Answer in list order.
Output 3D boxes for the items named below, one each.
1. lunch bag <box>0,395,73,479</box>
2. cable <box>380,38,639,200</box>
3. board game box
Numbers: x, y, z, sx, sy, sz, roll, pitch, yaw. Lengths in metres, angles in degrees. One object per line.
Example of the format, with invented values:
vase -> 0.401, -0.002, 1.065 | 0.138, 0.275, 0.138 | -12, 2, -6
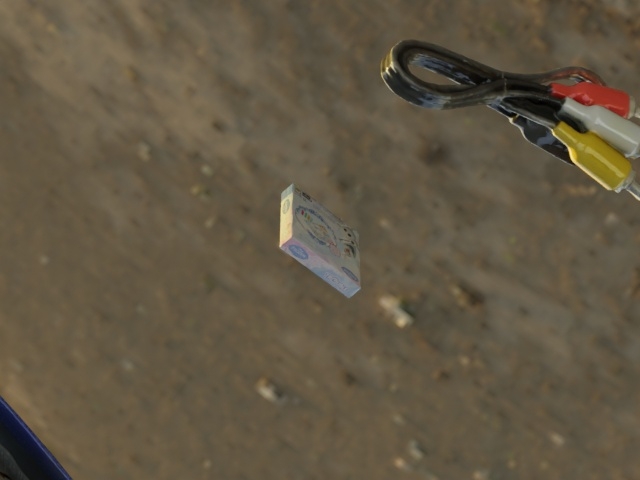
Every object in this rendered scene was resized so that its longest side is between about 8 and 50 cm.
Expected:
lunch bag -> -0.234, 0.240, 1.150 | 0.328, 0.239, 0.385 | 49, 177, -7
cable -> 0.191, -0.139, 1.704 | 0.287, 0.139, 0.072 | 26, 141, -24
board game box -> 0.000, 0.000, 1.789 | 0.090, 0.090, 0.020 | 37, 117, -23
